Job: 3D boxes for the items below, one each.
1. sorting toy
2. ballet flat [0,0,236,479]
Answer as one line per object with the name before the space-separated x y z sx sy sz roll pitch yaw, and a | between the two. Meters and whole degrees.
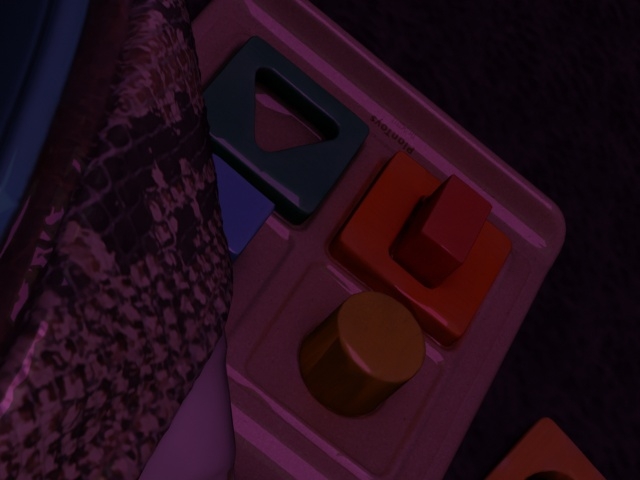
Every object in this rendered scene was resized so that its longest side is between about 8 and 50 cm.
sorting toy | 0.000 0.000 0.590 0.347 0.047 0.196 39 52 -5
ballet flat | -0.117 0.120 0.403 0.182 0.164 0.483 43 50 -25
